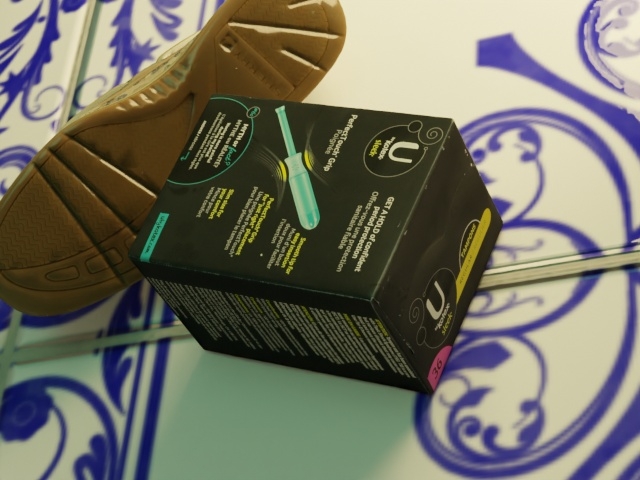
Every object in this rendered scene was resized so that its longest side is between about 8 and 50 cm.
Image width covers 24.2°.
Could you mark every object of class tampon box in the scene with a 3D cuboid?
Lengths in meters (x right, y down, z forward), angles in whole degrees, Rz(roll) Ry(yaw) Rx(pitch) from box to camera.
[{"bbox_3d":[0.000,0.000,0.839,0.161,0.101,0.120,9,60,32],"label":"tampon box"}]

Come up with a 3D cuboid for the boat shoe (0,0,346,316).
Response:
[{"bbox_3d":[-0.099,-0.059,0.953,0.285,0.104,0.089,-42,10,-15],"label":"boat shoe"}]
